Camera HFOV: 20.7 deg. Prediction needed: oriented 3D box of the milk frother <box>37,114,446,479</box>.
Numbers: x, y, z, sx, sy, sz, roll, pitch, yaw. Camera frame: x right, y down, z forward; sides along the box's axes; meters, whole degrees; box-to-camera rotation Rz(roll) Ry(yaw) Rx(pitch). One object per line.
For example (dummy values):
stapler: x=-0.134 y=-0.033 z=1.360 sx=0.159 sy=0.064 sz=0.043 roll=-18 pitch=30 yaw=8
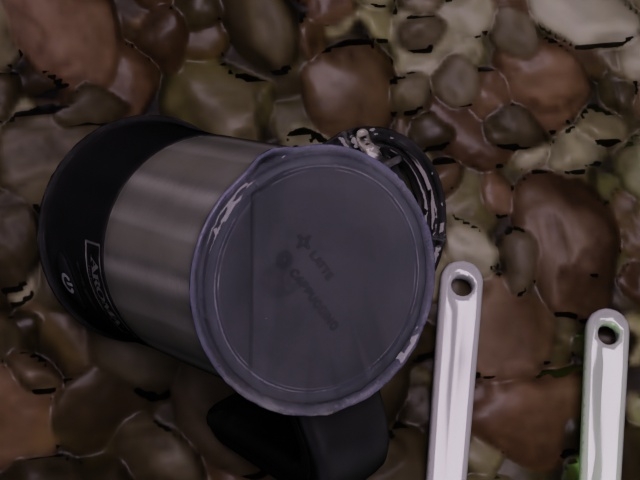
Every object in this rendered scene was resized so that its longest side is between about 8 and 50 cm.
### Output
milk frother: x=0.000 y=0.000 z=0.598 sx=0.143 sy=0.135 sz=0.129 roll=-44 pitch=116 yaw=-16

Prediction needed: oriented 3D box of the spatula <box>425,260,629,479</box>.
spatula: x=0.103 y=0.132 z=0.642 sx=0.168 sy=0.019 sz=0.242 roll=8 pitch=71 yaw=-2
